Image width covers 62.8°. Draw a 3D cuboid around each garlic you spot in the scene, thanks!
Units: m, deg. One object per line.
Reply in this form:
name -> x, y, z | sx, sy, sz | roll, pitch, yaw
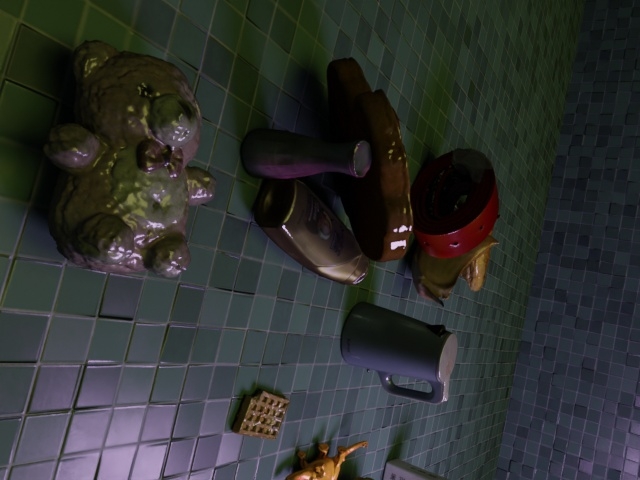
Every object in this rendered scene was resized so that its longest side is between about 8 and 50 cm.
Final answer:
garlic -> 0.342, 0.063, 1.473 | 0.338, 0.196, 0.151 | -38, 114, -36

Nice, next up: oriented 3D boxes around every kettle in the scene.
kettle -> 0.189, 0.275, 1.244 | 0.160, 0.243, 0.210 | -10, 108, -55

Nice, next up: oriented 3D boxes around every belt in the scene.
belt -> 0.368, -0.109, 1.427 | 0.323, 0.227, 0.115 | -61, 144, -25

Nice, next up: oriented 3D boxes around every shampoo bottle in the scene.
shampoo bottle -> 0.000, 0.000, 1.039 | 0.350, 0.084, 0.125 | 43, 57, -52

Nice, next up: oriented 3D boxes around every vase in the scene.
vase -> -0.022, -0.137, 0.852 | 0.086, 0.214, 0.086 | -18, 112, -53

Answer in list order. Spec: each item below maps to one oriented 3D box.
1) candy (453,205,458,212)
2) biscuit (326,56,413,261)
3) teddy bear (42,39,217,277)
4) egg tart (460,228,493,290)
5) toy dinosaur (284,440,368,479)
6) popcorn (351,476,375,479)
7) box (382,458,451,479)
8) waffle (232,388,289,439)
candy -> 0.404, -0.142, 1.629 | 0.046, 0.053, 0.182 | -54, 140, -33
biscuit -> 0.084, -0.144, 0.970 | 0.074, 0.359, 0.380 | -12, 99, -11
teddy bear -> -0.221, -0.090, 0.632 | 0.236, 0.151, 0.267 | 24, 81, -57
egg tart -> 0.496, 0.006, 1.727 | 0.319, 0.128, 0.318 | 9, 90, -68
toy dinosaur -> 0.010, 0.528, 1.201 | 0.288, 0.070, 0.117 | 7, 103, -52
popcorn -> 0.115, 0.722, 1.285 | 0.259, 0.212, 0.259 | -1, 91, -57
box -> 0.262, 0.838, 1.519 | 0.095, 0.210, 0.330 | 25, 76, -54
waffle -> -0.112, 0.334, 1.012 | 0.135, 0.021, 0.092 | 43, 64, -53
